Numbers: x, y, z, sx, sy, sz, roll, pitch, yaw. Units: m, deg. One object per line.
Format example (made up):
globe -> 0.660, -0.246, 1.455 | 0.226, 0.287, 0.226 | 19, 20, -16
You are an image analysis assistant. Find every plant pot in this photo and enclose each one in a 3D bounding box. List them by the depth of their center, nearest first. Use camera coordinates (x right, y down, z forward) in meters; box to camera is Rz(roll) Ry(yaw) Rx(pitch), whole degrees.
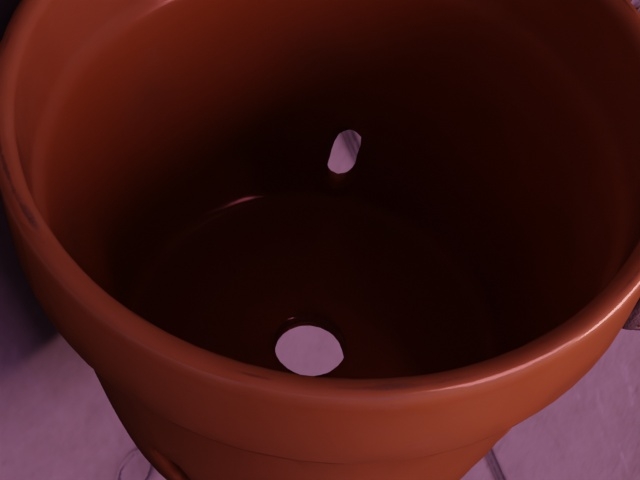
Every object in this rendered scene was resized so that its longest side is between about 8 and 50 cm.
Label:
plant pot -> 0.000, 0.000, 0.846 | 0.291, 0.291, 0.203 | -42, 158, -30

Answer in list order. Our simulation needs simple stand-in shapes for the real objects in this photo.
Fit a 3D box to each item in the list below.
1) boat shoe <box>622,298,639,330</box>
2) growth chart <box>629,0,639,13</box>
boat shoe -> 0.271, -0.108, 1.210 | 0.355, 0.130, 0.132 | -53, 152, 9
growth chart -> 0.275, -0.213, 1.216 | 0.172, 0.021, 0.237 | -23, 153, -40
